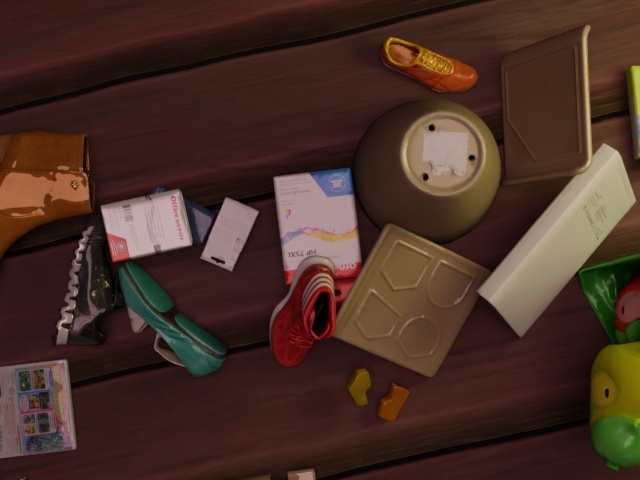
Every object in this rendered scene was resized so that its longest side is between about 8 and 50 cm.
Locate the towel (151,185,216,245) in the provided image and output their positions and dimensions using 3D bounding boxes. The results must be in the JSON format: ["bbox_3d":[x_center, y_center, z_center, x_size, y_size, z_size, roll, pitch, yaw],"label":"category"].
[{"bbox_3d":[-0.244,-0.043,1.695,0.120,0.029,0.067,26,88,3],"label":"towel"}]

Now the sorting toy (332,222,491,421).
[{"bbox_3d":[0.127,0.142,1.637,0.229,0.041,0.307,24,99,-24],"label":"sorting toy"}]

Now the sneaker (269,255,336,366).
[{"bbox_3d":[-0.032,0.144,1.597,0.087,0.128,0.221,10,121,-9],"label":"sneaker"}]

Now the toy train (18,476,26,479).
[{"bbox_3d":[-0.524,0.448,1.685,0.017,0.024,0.083,20,89,2],"label":"toy train"}]

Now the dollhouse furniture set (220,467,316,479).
[{"bbox_3d":[-0.161,0.561,1.601,0.356,0.174,0.303,-10,88,1],"label":"dollhouse furniture set"}]

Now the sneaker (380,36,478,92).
[{"bbox_3d":[0.185,-0.298,1.679,0.175,0.067,0.064,16,87,0],"label":"sneaker"}]

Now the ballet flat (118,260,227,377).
[{"bbox_3d":[-0.272,0.142,1.667,0.247,0.083,0.087,43,103,4],"label":"ballet flat"}]

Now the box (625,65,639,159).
[{"bbox_3d":[0.589,-0.212,1.680,0.109,0.042,0.178,-5,88,2],"label":"box"}]

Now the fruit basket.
[{"bbox_3d":[0.522,0.160,1.507,0.392,0.392,0.282,-29,88,0],"label":"fruit basket"}]

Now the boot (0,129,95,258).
[{"bbox_3d":[-0.493,-0.044,1.663,0.211,0.104,0.295,2,84,1],"label":"boot"}]

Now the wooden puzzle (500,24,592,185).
[{"bbox_3d":[0.372,-0.214,1.607,0.044,0.221,0.238,4,86,-25],"label":"wooden puzzle"}]

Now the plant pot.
[{"bbox_3d":[0.182,-0.124,1.569,0.257,0.274,0.256,0,87,1],"label":"plant pot"}]

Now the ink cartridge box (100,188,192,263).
[{"bbox_3d":[-0.290,-0.023,1.643,0.135,0.056,0.099,-12,86,-9],"label":"ink cartridge box"}]

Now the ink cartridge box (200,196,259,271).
[{"bbox_3d":[-0.157,-0.011,1.690,0.063,0.029,0.115,24,89,-5],"label":"ink cartridge box"}]

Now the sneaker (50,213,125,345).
[{"bbox_3d":[-0.381,0.074,1.674,0.106,0.078,0.234,14,84,-10],"label":"sneaker"}]

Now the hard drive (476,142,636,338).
[{"bbox_3d":[0.392,0.007,1.603,0.307,0.203,0.040,-49,57,-1],"label":"hard drive"}]

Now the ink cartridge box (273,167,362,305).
[{"bbox_3d":[0.000,0.000,1.665,0.134,0.078,0.230,-7,88,1],"label":"ink cartridge box"}]

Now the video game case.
[{"bbox_3d":[-0.500,0.291,1.693,0.143,0.019,0.157,-7,87,0],"label":"video game case"}]
